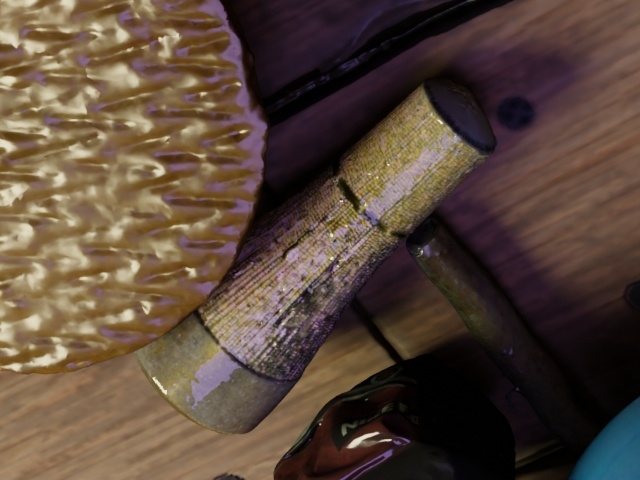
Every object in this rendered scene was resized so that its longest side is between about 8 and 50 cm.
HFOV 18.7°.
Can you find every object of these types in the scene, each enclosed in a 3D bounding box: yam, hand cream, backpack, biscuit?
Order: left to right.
[{"bbox_3d":[-0.147,-0.057,0.867,0.262,0.037,0.262,5,116,11],"label":"biscuit"},{"bbox_3d":[0.000,0.000,0.906,0.084,0.084,0.203,36,114,-21],"label":"hand cream"},{"bbox_3d":[0.034,0.116,0.928,0.120,0.165,0.106,-39,105,10],"label":"backpack"},{"bbox_3d":[0.112,0.076,0.976,0.234,0.029,0.027,50,158,-27],"label":"yam"}]

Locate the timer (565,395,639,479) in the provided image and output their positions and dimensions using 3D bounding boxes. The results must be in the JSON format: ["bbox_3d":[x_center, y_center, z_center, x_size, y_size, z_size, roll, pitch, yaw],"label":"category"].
[{"bbox_3d":[0.285,0.171,0.911,0.340,0.115,0.309,-25,115,-7],"label":"timer"}]
